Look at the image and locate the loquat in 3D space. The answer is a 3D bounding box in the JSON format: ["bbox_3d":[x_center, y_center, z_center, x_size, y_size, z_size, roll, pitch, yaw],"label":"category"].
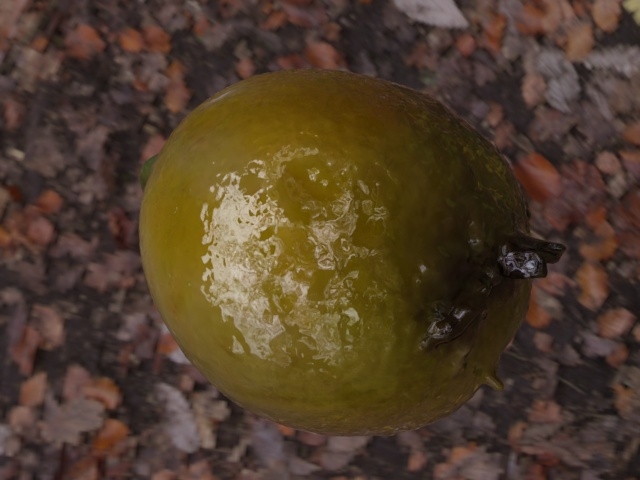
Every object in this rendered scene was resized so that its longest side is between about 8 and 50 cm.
[{"bbox_3d":[0.000,0.000,0.711,0.204,0.172,0.149,27,103,36],"label":"loquat"}]
